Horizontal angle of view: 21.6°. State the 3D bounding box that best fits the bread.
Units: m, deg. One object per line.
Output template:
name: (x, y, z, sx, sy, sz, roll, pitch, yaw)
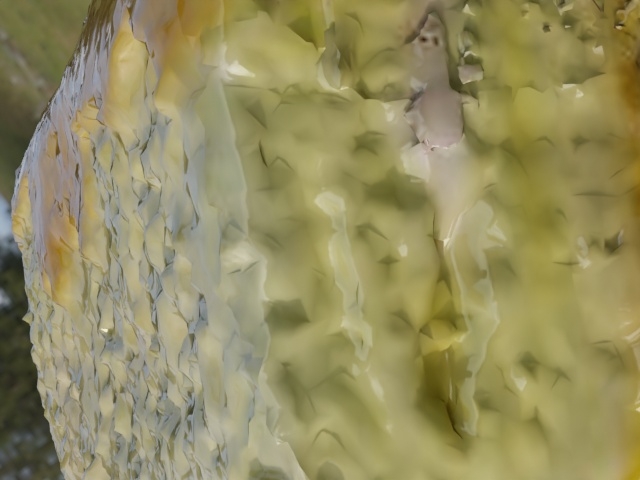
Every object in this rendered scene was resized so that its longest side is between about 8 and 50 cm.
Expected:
bread: (0.000, 0.000, 0.528, 0.375, 0.165, 0.236, 138, 124, -70)
